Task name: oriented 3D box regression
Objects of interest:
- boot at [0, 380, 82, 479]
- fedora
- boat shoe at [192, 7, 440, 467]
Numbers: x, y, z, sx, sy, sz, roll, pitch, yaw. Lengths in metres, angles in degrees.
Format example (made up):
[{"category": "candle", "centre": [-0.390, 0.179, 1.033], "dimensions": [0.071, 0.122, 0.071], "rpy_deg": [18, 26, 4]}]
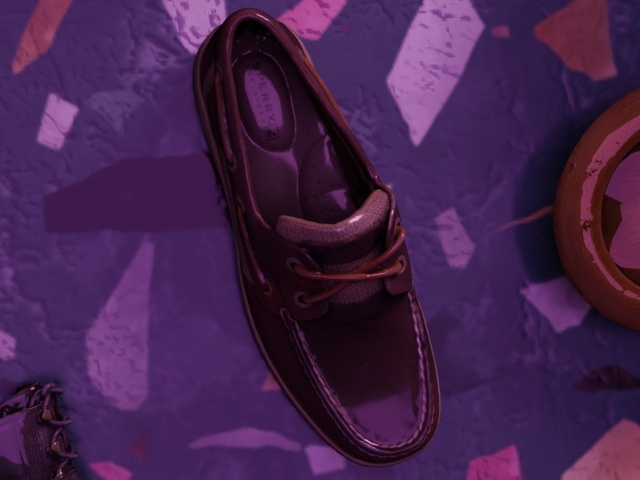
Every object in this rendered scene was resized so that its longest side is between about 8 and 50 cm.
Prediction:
[{"category": "boot", "centre": [-0.164, 0.207, 0.992], "dimensions": [0.262, 0.091, 0.229], "rpy_deg": [-16, 91, -5]}, {"category": "fedora", "centre": [0.259, -0.026, 1.058], "dimensions": [0.194, 0.079, 0.194], "rpy_deg": [0, 94, -3]}, {"category": "boat shoe", "centre": [0.000, 0.000, 1.001], "dimensions": [0.123, 0.123, 0.342], "rpy_deg": [-18, 91, -7]}]
